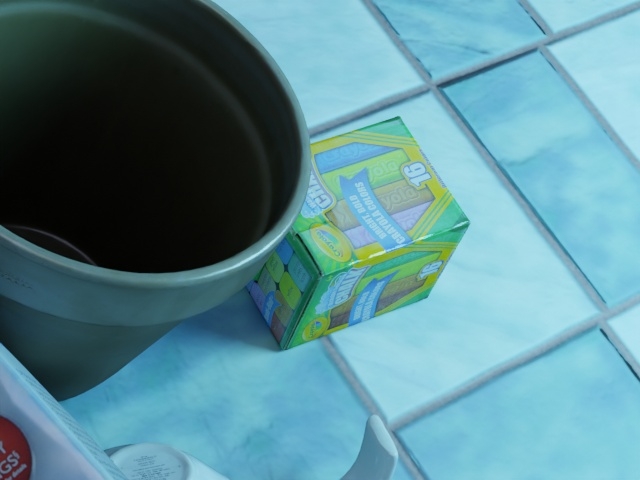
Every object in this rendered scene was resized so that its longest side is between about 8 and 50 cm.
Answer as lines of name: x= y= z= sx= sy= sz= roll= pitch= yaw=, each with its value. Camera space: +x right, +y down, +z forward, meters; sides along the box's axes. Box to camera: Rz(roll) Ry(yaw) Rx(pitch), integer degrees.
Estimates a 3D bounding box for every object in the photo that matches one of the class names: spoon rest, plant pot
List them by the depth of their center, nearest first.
plant pot: x=-0.204 y=-0.018 z=1.248 sx=0.323 sy=0.280 sz=0.323 roll=15 pitch=47 yaw=-17
spoon rest: x=-0.076 y=0.208 z=1.277 sx=0.276 sy=0.084 sz=0.137 roll=-7 pitch=33 yaw=-15

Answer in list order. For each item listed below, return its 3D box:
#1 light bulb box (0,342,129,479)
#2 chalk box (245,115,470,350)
light bulb box: x=-0.242 y=0.290 z=1.009 sx=0.358 sy=0.225 sz=0.361 roll=-43 pitch=77 yaw=-12
chalk box: x=0.000 y=0.000 z=1.413 sx=0.213 sy=0.132 sz=0.132 roll=-20 pitch=65 yaw=-28
